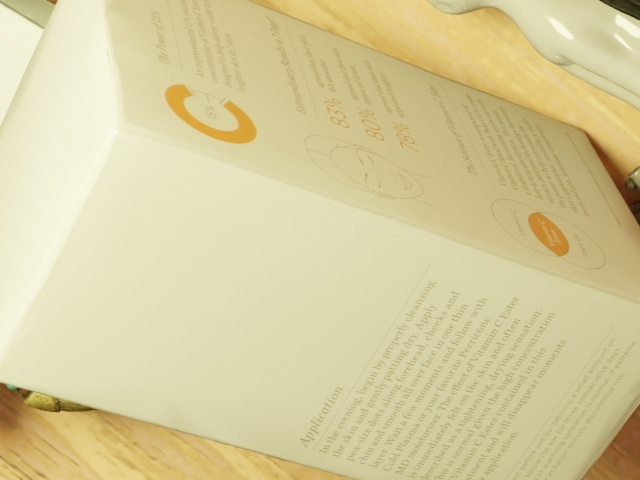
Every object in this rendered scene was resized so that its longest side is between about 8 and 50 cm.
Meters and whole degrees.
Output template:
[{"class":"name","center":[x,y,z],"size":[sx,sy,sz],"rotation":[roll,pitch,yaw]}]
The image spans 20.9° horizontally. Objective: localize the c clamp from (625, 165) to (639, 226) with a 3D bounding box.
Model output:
[{"class":"c clamp","center":[0.234,0.023,1.116],"size":[0.137,0.022,0.160],"rotation":[-32,101,23]}]

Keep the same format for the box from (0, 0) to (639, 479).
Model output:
[{"class":"box","center":[0.000,0.000,0.991],"size":[0.345,0.215,0.168],"rotation":[19,118,-23]}]

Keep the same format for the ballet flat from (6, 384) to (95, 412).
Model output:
[{"class":"ballet flat","center":[-0.115,-0.033,1.142],"size":[0.123,0.123,0.348],"rotation":[22,115,5]}]

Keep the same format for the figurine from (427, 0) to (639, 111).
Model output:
[{"class":"figurine","center":[0.129,-0.161,0.977],"size":[0.209,0.215,0.092],"rotation":[25,80,9]}]

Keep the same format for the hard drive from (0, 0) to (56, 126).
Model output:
[{"class":"hard drive","center":[-0.271,-0.044,1.173],"size":[0.203,0.040,0.307],"rotation":[32,119,23]}]
